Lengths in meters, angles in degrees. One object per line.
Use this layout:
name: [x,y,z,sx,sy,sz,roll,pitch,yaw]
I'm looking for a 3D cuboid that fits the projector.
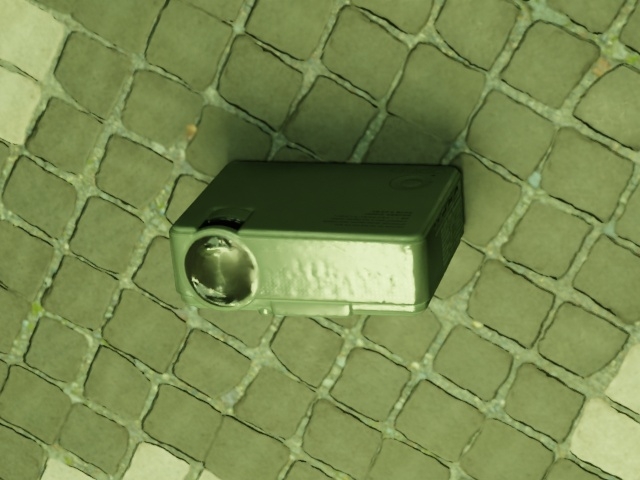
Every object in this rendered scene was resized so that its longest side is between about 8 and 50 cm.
projector: [0.000,0.000,1.693,0.256,0.192,0.099,2,113,16]
